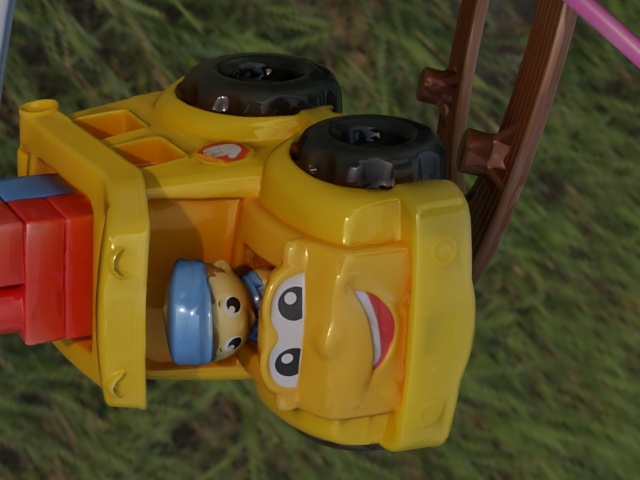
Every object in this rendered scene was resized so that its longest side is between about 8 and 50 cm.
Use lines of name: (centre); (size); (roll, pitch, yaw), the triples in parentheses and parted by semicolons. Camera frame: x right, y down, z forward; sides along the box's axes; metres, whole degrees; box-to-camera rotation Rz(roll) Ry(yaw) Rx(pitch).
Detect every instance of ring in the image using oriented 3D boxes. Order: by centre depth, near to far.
ring: (0.091, -0.131, 0.912); (0.032, 0.336, 0.336); (13, 125, -5)

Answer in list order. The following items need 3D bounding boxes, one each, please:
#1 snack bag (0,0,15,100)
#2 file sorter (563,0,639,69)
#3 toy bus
snack bag: (-0.290, -0.215, 0.937); (0.037, 0.323, 0.342); (-44, 160, -44)
file sorter: (0.193, -0.181, 0.557); (0.290, 0.182, 0.202); (-51, 164, 22)
toy bus: (-0.065, 0.010, 0.783); (0.211, 0.220, 0.149); (-8, 114, -30)
